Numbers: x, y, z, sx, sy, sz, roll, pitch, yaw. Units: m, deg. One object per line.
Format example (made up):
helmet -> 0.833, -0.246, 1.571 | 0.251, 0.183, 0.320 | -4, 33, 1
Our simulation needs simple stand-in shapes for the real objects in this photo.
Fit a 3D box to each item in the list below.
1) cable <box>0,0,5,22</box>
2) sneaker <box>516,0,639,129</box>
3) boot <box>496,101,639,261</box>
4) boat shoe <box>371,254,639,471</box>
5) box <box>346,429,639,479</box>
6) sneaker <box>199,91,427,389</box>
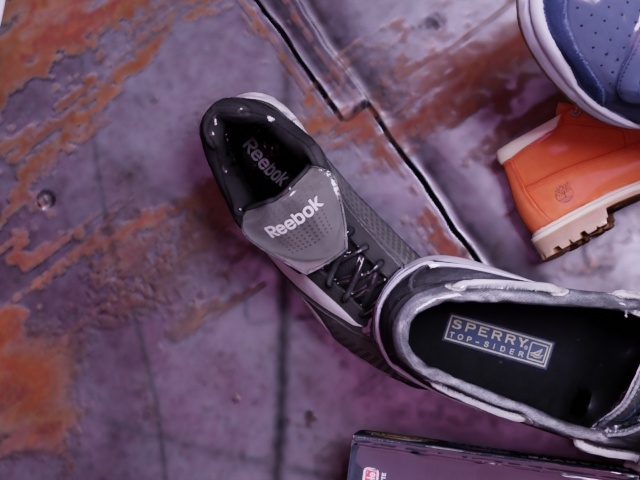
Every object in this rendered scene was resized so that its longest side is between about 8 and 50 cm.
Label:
cable -> -0.339, -0.170, 0.874 | 0.257, 0.089, 0.257 | 24, 91, 11
sneaker -> 0.243, -0.075, 0.667 | 0.282, 0.153, 0.099 | 29, 87, -24
boot -> 0.185, -0.060, 0.791 | 0.158, 0.059, 0.084 | -29, 77, 8
boat shoe -> 0.183, 0.075, 0.729 | 0.306, 0.105, 0.113 | 19, 92, -6
box -> 0.094, 0.235, 0.790 | 0.175, 0.051, 0.220 | 7, 88, 10
sneaker -> 0.000, 0.000, 0.794 | 0.078, 0.106, 0.234 | -40, 81, 6
